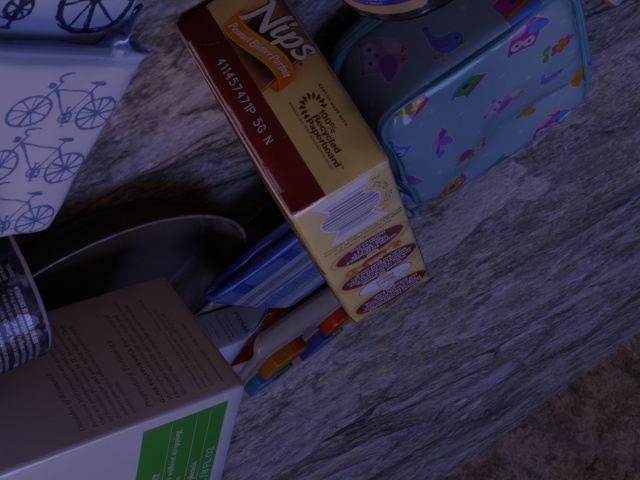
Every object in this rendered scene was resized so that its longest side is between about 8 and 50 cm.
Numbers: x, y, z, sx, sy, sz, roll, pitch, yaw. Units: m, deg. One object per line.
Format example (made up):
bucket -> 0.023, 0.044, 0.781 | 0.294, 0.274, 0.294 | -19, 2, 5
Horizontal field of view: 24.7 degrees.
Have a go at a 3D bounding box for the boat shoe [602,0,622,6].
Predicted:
boat shoe -> 0.240, -0.256, 1.183 | 0.096, 0.098, 0.277 | -48, 175, 22

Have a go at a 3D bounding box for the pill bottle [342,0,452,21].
pill bottle -> 0.018, -0.234, 0.873 | 0.123, 0.122, 0.219 | -34, 147, 9

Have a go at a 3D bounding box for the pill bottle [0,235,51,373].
pill bottle -> -0.340, 0.075, 1.106 | 0.246, 0.130, 0.130 | -24, 159, -19

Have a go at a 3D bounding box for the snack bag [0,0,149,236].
snack bag -> -0.219, -0.113, 0.860 | 0.323, 0.037, 0.342 | -11, 141, -52

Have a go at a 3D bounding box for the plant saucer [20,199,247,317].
plant saucer -> -0.215, 0.052, 1.357 | 0.311, 0.050, 0.310 | -28, 159, -11

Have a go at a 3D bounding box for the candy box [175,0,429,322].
candy box -> -0.005, -0.062, 1.186 | 0.088, 0.183, 0.316 | -30, 160, -1

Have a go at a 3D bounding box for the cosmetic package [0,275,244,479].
cosmetic package -> -0.270, 0.189, 1.262 | 0.366, 0.155, 0.197 | -19, 143, -30

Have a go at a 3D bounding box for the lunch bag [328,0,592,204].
lunch bag -> 0.133, -0.150, 1.289 | 0.224, 0.108, 0.279 | -37, 162, 1

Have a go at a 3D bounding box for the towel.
towel -> 0.000, 0.000, 1.496 | 0.209, 0.034, 0.285 | -37, 169, 9

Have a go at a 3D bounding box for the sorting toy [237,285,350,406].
sorting toy -> -0.021, 0.122, 1.762 | 0.193, 0.038, 0.208 | -33, 166, -26

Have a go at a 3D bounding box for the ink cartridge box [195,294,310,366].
ink cartridge box -> -0.111, 0.138, 1.710 | 0.232, 0.066, 0.189 | -11, 152, -35
